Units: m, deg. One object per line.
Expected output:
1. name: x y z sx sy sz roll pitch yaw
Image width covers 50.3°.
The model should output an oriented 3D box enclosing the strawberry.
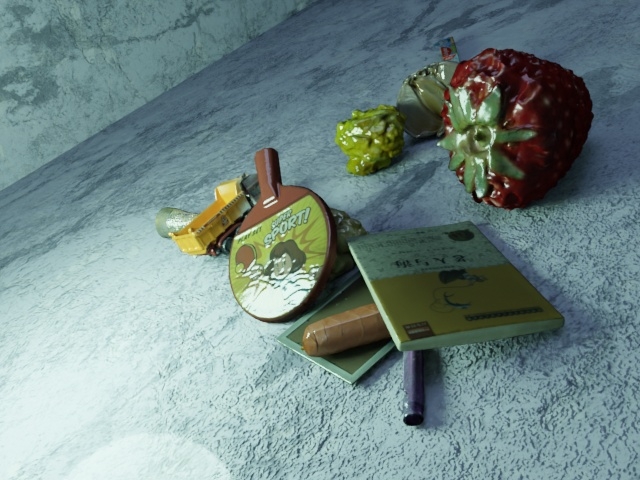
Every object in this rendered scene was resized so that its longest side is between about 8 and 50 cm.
1. strawberry: 0.428 -0.238 1.384 0.345 0.317 0.295 -17 -6 -23

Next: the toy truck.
1. toy truck: -0.226 -0.058 1.649 0.114 0.135 0.270 -7 30 46

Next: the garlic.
1. garlic: 0.301 -0.380 1.809 0.229 0.178 0.143 -33 12 13

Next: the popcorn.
1. popcorn: 0.133 -0.258 1.734 0.198 0.155 0.197 -26 21 11

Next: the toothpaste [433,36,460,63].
1. toothpaste: 0.416 -0.616 2.251 0.070 0.044 0.193 -16 29 15

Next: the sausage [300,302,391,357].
1. sausage: 0.040 0.154 1.161 0.169 0.065 0.065 -18 29 6

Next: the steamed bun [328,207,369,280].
1. steamed bun: 0.000 0.000 1.439 0.192 0.106 0.177 -32 29 -14

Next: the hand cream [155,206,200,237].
1. hand cream: -0.330 -0.044 1.783 0.203 0.084 0.084 2 37 25

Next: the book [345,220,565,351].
1. book: 0.211 0.063 1.192 0.269 0.032 0.389 -8 26 -9

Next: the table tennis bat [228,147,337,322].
1. table tennis bat: -0.088 -0.022 1.413 0.268 0.051 0.414 -28 53 26

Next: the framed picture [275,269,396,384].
1. framed picture: 0.091 0.133 1.245 0.296 0.019 0.232 -37 32 -23

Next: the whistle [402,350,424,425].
1. whistle: 0.144 0.214 1.057 0.033 0.033 0.176 -13 30 16
